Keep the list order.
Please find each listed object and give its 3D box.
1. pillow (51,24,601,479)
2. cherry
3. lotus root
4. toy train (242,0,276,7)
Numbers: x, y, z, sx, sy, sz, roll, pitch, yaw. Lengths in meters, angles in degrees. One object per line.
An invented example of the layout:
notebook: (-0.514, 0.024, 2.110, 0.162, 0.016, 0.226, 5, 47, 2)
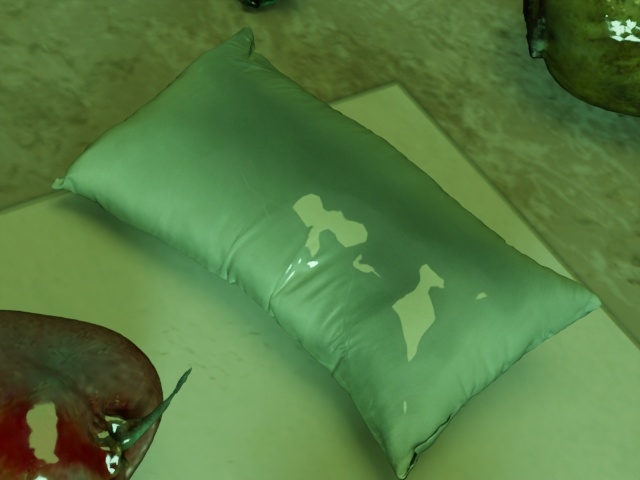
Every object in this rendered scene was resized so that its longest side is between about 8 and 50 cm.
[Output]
pillow: (0.000, 0.001, 0.814, 0.254, 0.078, 0.144, 39, 58, 18)
cherry: (-0.123, 0.078, 0.695, 0.106, 0.087, 0.126, -32, 46, -30)
lotus root: (0.248, -0.141, 0.991, 0.260, 0.128, 0.145, 1, 62, -11)
toy train: (-0.060, -0.190, 0.989, 0.122, 0.050, 0.081, 19, 41, 0)
